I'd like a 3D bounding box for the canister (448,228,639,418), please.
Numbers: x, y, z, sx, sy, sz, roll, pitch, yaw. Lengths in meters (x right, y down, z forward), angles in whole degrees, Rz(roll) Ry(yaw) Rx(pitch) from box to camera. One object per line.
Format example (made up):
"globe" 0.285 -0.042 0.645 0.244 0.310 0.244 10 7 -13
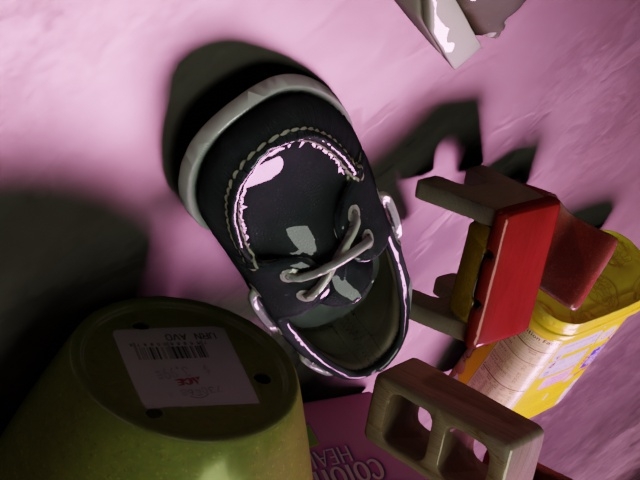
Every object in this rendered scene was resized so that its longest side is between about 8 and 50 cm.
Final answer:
"canister" 0.183 0.078 1.593 0.126 0.073 0.170 -19 153 -35

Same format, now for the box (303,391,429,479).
"box" -0.062 0.245 1.508 0.213 0.117 0.243 -4 142 -52

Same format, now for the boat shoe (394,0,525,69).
"boat shoe" 0.055 -0.171 0.890 0.091 0.109 0.305 -37 163 1

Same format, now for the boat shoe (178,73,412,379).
"boat shoe" 0.000 0.000 1.152 0.114 0.091 0.302 -37 158 0

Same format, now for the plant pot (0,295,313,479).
"plant pot" -0.113 0.190 1.195 0.274 0.275 0.294 -16 134 -40

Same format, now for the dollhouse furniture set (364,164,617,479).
"dollhouse furniture set" 0.145 0.136 1.380 0.201 0.152 0.374 -15 126 -48
